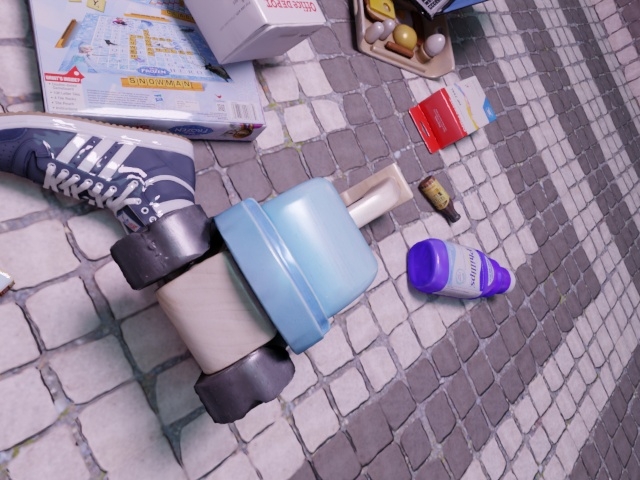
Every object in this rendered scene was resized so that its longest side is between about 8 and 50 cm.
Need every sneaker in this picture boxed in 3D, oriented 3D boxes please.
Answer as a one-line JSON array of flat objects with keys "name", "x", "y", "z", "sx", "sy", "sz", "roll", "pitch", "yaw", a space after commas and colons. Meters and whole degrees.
[{"name": "sneaker", "x": -0.298, "y": -0.070, "z": 0.534, "sx": 0.282, "sy": 0.099, "sz": 0.153, "roll": -3, "pitch": 76, "yaw": -37}]

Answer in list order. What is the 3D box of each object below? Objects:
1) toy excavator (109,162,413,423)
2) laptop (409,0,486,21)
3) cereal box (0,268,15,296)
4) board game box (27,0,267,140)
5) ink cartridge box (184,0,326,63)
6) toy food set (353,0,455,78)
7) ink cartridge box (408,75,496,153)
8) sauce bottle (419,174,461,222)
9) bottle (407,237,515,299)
[{"name": "toy excavator", "x": 0.000, "y": 0.000, "z": 0.614, "sx": 0.445, "sy": 0.433, "sz": 0.222, "roll": -29, "pitch": 94, "yaw": -8}, {"name": "laptop", "x": 0.364, "y": -0.733, "z": 1.017, "sx": 0.408, "sy": 0.236, "sz": 0.382, "roll": 41, "pitch": 48, "yaw": -6}, {"name": "cereal box", "x": -0.480, "y": 0.077, "z": 0.401, "sx": 0.173, "sy": 0.047, "sz": 0.240, "roll": 44, "pitch": 57, "yaw": -16}, {"name": "board game box", "x": -0.269, "y": -0.320, "z": 0.643, "sx": 0.319, "sy": 0.066, "sz": 0.317, "roll": -7, "pitch": 80, "yaw": -35}, {"name": "ink cartridge box", "x": -0.136, "y": -0.440, "z": 0.638, "sx": 0.278, "sy": 0.117, "sz": 0.201, "roll": 61, "pitch": 36, "yaw": -12}, {"name": "toy food set", "x": 0.209, "y": -0.556, "z": 1.015, "sx": 0.306, "sy": 0.092, "sz": 0.219, "roll": 4, "pitch": 74, "yaw": -33}, {"name": "ink cartridge box", "x": 0.345, "y": -0.327, "z": 1.048, "sx": 0.231, "sy": 0.078, "sz": 0.134, "roll": -32, "pitch": 95, "yaw": -35}, {"name": "sauce bottle", "x": 0.289, "y": -0.097, "z": 0.966, "sx": 0.128, "sy": 0.042, "sz": 0.042, "roll": 46, "pitch": 56, "yaw": -11}, {"name": "bottle", "x": 0.325, "y": 0.073, "z": 0.909, "sx": 0.283, "sy": 0.092, "sz": 0.118, "roll": 13, "pitch": 68, "yaw": -30}]
